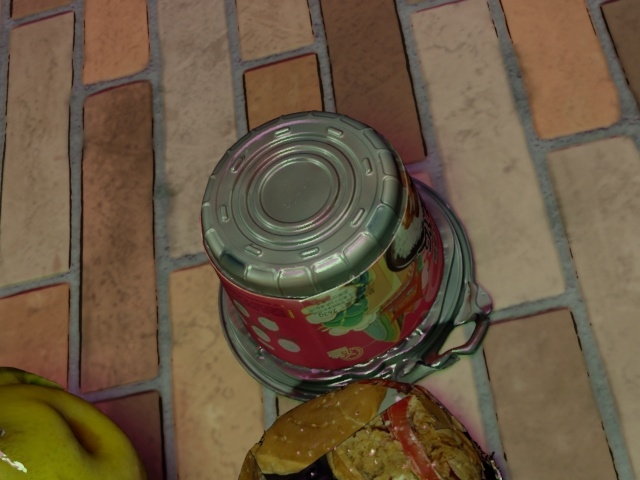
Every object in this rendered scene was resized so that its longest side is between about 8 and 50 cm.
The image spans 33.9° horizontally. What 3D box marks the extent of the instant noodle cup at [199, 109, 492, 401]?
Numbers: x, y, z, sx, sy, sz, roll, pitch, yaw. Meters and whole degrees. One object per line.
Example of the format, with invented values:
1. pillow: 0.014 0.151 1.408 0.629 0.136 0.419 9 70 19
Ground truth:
1. instant noodle cup: 0.000 0.000 0.957 0.302 0.181 0.258 10 65 22

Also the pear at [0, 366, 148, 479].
1. pear: -0.291 0.265 0.839 0.285 0.285 0.336 35 77 30

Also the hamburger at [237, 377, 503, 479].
1. hamburger: 0.041 0.219 0.867 0.231 0.107 0.231 -12 54 17
